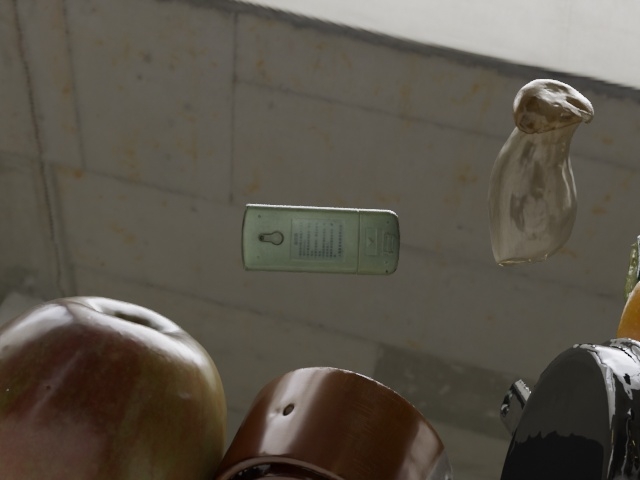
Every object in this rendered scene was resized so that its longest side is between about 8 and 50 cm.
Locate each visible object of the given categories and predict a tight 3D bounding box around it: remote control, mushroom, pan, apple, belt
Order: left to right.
[{"bbox_3d":[-0.206,0.167,0.814,0.256,0.257,0.234,18,-86,1],"label":"apple"},{"bbox_3d":[0.000,0.000,1.407,0.233,0.098,0.038,2,-4,-8],"label":"remote control"},{"bbox_3d":[0.006,0.210,0.763,0.184,0.105,0.261,29,-39,1],"label":"belt"},{"bbox_3d":[0.226,-0.061,0.999,0.097,0.088,0.212,6,-61,2],"label":"mushroom"},{"bbox_3d":[0.106,0.102,0.462,0.028,0.235,0.136,18,-87,-2],"label":"pan"}]

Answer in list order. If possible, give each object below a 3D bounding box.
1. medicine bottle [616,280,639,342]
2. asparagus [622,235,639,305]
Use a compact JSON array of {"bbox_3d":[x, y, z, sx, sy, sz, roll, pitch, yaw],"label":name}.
[{"bbox_3d":[0.297,0.079,0.561,0.222,0.112,0.149,8,-75,44],"label":"medicine bottle"},{"bbox_3d":[0.328,0.061,0.970,0.045,0.178,0.041,-32,-56,26],"label":"asparagus"}]
